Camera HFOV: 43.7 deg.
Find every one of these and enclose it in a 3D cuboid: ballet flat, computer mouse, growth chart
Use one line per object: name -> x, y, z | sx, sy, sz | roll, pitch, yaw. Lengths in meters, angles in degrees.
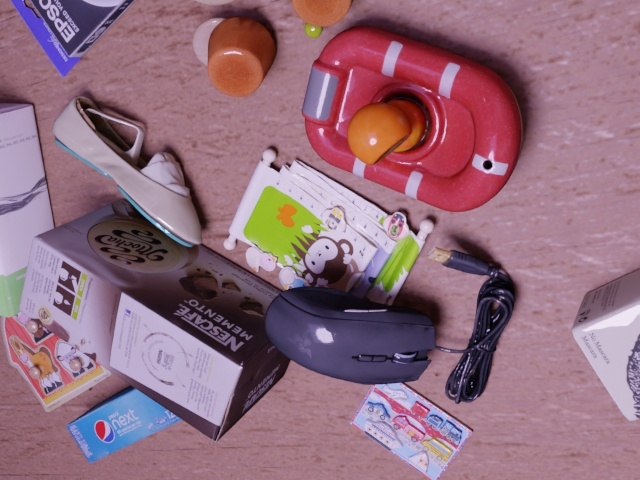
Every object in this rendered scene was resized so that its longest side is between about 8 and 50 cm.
ballet flat -> -0.227, -0.093, 0.981 | 0.248, 0.086, 0.086 | 37, 120, 11
computer mouse -> 0.078, 0.085, 0.846 | 0.262, 0.060, 0.184 | 16, 116, -5
growth chart -> 0.000, 0.000, 0.929 | 0.237, 0.021, 0.172 | 27, 119, 16

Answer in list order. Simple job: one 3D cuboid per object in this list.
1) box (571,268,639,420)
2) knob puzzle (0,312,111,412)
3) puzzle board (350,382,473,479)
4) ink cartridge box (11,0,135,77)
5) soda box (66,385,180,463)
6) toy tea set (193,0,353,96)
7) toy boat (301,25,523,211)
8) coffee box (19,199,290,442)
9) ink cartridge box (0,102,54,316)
box -> 0.377, 0.054, 0.714 | 0.275, 0.094, 0.113 | -33, 92, 32
knob puzzle -> -0.416, 0.151, 1.189 | 0.213, 0.030, 0.213 | 9, 112, 24
puzzle board -> 0.106, 0.226, 0.963 | 0.128, 0.011, 0.096 | 33, 120, 13
ink cartridge box -> -0.322, -0.333, 0.957 | 0.208, 0.045, 0.206 | -33, 92, 33
soda box -> -0.257, 0.238, 1.115 | 0.210, 0.071, 0.067 | -29, 93, 32
toy tea set -> -0.032, -0.301, 0.804 | 0.336, 0.124, 0.200 | -35, 120, 29
toy boat -> 0.076, -0.110, 0.773 | 0.231, 0.151, 0.151 | 23, 117, 18
coffee box -> -0.188, 0.086, 0.969 | 0.297, 0.168, 0.119 | 30, 119, 15
ink cartridge box -> -0.483, -0.050, 1.099 | 0.198, 0.115, 0.272 | 7, 111, 24
